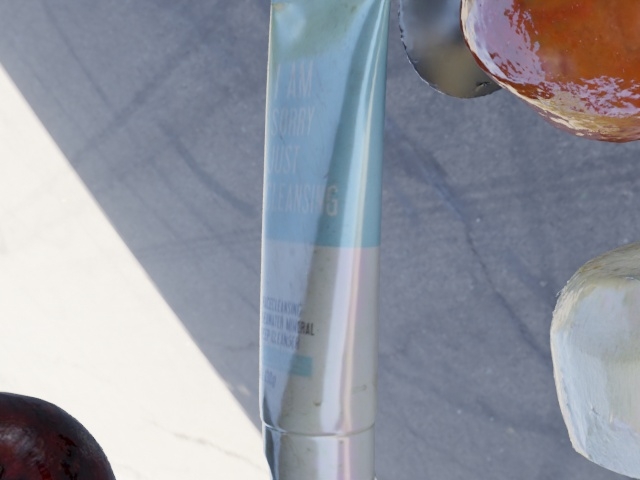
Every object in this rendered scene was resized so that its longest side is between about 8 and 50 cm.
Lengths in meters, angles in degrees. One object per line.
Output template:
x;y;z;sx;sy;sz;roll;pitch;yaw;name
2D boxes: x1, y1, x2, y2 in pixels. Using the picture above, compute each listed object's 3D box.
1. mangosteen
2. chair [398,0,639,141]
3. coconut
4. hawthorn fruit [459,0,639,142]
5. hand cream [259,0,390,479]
-0.247;0.210;0.701;0.210;0.210;0.210;40;154;24;mangosteen
0.271;-0.209;0.898;0.401;0.226;0.227;34;153;55;chair
0.323;0.121;0.866;0.227;0.227;0.231;6;111;59;coconut
0.120;-0.091;0.344;0.140;0.125;0.125;33;151;21;hawthorn fruit
0.000;0.000;0.550;0.111;0.070;0.313;5;98;53;hand cream
